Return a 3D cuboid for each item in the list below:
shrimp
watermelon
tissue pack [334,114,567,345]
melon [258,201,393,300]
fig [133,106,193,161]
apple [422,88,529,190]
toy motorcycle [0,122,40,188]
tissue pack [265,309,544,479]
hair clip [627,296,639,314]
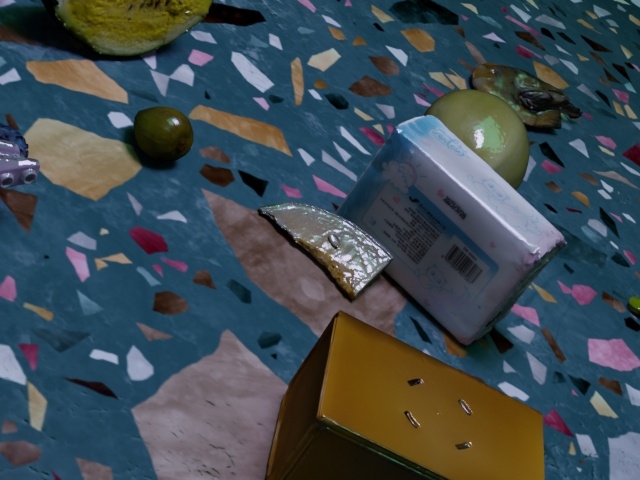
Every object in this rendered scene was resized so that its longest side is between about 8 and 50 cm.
[{"bbox_3d":[0.393,-0.257,2.517,0.254,0.059,0.145,23,37,-19],"label":"shrimp"},{"bbox_3d":[-0.290,-0.336,1.911,0.301,0.129,0.123,2,47,-49],"label":"watermelon"},{"bbox_3d":[0.174,-0.017,1.864,0.271,0.201,0.124,45,40,14],"label":"tissue pack"},{"bbox_3d":[0.006,-0.002,1.845,0.182,0.054,0.098,43,48,12],"label":"melon"},{"bbox_3d":[-0.212,-0.144,1.792,0.088,0.074,0.074,32,28,25],"label":"fig"},{"bbox_3d":[0.229,-0.133,2.083,0.200,0.200,0.200,24,34,-17],"label":"apple"},{"bbox_3d":[-0.402,-0.049,1.462,0.239,0.108,0.204,-23,55,-26],"label":"toy motorcycle"},{"bbox_3d":[0.097,0.237,1.503,0.274,0.145,0.194,27,30,-9],"label":"tissue pack"},{"bbox_3d":[0.574,0.147,2.180,0.188,0.033,0.060,38,31,3],"label":"hair clip"}]
